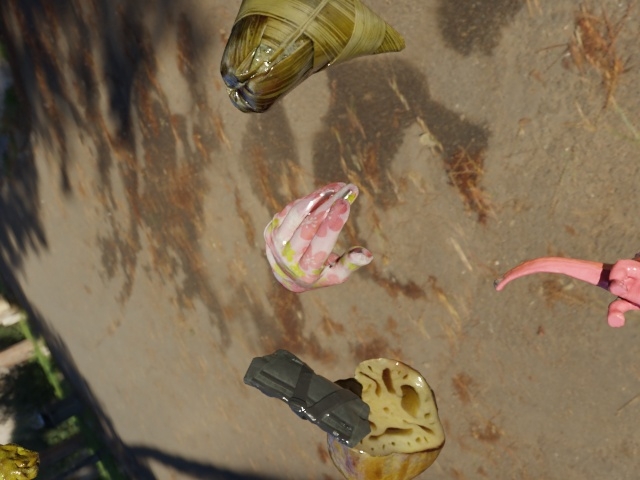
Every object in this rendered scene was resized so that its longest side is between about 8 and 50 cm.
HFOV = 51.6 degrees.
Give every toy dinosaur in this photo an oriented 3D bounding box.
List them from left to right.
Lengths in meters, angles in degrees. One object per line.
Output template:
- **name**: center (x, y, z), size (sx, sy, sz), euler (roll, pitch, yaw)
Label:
- **toy dinosaur**: center (0.344, 0.028, 0.707), size (0.286, 0.139, 0.070), euler (10, 132, 37)

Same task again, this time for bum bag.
- **bum bag**: center (-0.015, 0.223, 0.944), size (0.197, 0.087, 0.049), euler (29, 132, 15)

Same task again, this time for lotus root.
- **lotus root**: center (0.091, 0.323, 1.126), size (0.199, 0.188, 0.180), euler (-99, 19, -46)

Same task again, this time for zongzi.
- **zongzi**: center (0.001, -0.294, 1.046), size (0.288, 0.286, 0.134), euler (26, 153, -22)

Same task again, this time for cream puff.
- **cream puff**: center (-0.451, 0.325, 0.948), size (0.083, 0.083, 0.058), euler (41, 160, 27)

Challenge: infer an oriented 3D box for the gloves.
- **gloves**: center (-0.011, 0.003, 0.998), size (0.241, 0.126, 0.145), euler (112, 139, -66)
